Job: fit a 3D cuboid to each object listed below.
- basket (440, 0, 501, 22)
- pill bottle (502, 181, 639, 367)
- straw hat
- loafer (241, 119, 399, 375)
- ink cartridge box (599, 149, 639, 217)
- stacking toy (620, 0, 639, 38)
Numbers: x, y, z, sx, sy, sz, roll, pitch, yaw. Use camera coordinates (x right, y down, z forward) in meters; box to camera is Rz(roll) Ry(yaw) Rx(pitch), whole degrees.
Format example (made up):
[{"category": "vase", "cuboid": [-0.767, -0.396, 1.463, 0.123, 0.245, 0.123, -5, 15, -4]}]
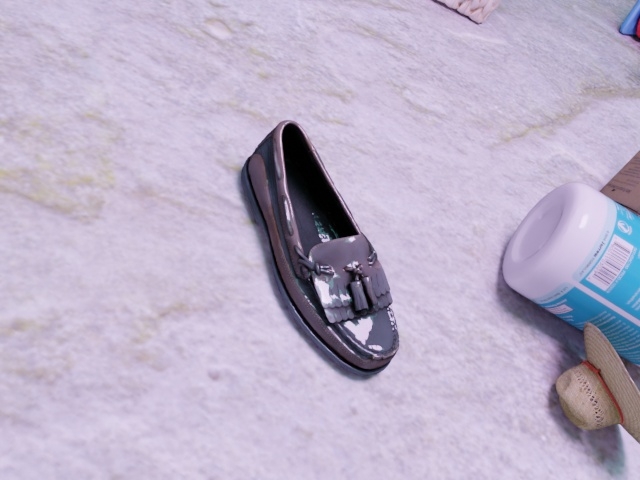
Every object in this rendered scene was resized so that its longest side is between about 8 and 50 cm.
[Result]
[{"category": "basket", "cuboid": [0.277, -0.643, 1.040, 0.267, 0.331, 0.328, 22, 49, -14]}, {"category": "pill bottle", "cuboid": [0.360, 0.056, 0.673, 0.264, 0.146, 0.146, 32, 47, -4]}, {"category": "straw hat", "cuboid": [0.282, 0.162, 0.605, 0.061, 0.144, 0.144, -23, 61, 8]}, {"category": "loafer", "cuboid": [0.000, 0.000, 0.564, 0.096, 0.084, 0.267, -14, 63, -35]}, {"category": "ink cartridge box", "cuboid": [0.493, -0.094, 0.768, 0.088, 0.193, 0.235, 40, 17, 3]}, {"category": "stacking toy", "cuboid": [0.858, -0.468, 1.300, 0.175, 0.165, 0.301, -10, 53, -33]}]
